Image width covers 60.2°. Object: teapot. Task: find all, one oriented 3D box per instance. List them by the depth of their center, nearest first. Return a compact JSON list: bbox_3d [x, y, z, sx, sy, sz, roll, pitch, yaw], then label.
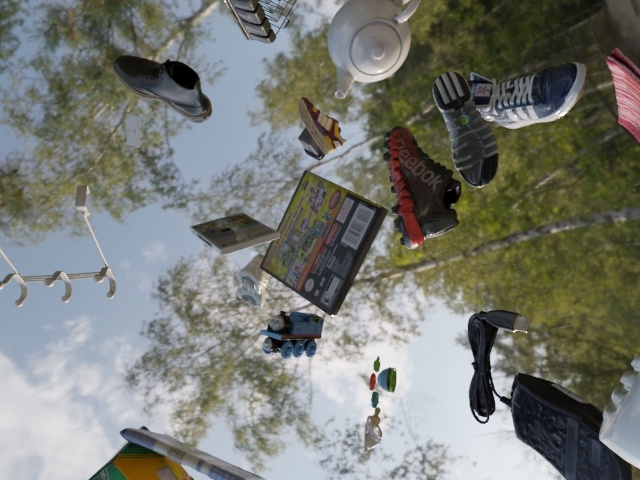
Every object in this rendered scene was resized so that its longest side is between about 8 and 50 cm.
[{"bbox_3d":[0.147,-0.550,1.528,0.187,0.253,0.255,-103,6,-57],"label":"teapot"}]

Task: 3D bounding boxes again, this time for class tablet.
[{"bbox_3d":[-0.504,-0.296,1.488,0.006,0.054,0.083,-18,-59,-54],"label":"tablet"}]

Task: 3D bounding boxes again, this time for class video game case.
[{"bbox_3d":[-0.124,-0.012,0.783,0.087,0.122,0.011,-18,-65,-27],"label":"video game case"},{"bbox_3d":[0.000,0.000,1.311,0.035,0.248,0.274,16,-78,-55],"label":"video game case"}]

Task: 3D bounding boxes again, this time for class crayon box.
[{"bbox_3d":[-0.264,0.470,0.943,0.278,0.081,0.165,49,-179,-1],"label":"crayon box"}]

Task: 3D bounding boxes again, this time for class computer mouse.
[{"bbox_3d":[0.280,0.182,0.681,0.060,0.262,0.183,-11,-78,-21],"label":"computer mouse"}]

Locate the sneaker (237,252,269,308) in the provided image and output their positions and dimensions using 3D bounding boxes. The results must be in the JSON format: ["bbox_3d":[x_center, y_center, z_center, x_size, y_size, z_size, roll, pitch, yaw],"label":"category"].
[{"bbox_3d":[-0.184,0.120,1.646,0.091,0.232,0.115,29,-121,6],"label":"sneaker"}]

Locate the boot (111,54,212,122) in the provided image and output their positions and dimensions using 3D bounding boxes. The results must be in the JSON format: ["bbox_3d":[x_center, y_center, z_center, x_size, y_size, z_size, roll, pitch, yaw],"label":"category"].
[{"bbox_3d":[-0.285,-0.297,0.974,0.198,0.137,0.076,25,-102,-1],"label":"boot"}]

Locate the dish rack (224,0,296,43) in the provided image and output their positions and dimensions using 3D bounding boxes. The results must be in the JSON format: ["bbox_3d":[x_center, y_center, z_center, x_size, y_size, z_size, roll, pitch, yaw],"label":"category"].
[{"bbox_3d":[-0.090,-0.574,1.179,0.271,0.074,0.208,-61,-11,-3],"label":"dish rack"}]

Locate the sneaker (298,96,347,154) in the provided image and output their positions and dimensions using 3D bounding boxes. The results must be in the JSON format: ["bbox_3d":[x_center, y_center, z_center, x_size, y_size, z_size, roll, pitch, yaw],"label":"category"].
[{"bbox_3d":[0.005,-0.351,1.639,0.084,0.070,0.185,-32,-81,-15],"label":"sneaker"}]

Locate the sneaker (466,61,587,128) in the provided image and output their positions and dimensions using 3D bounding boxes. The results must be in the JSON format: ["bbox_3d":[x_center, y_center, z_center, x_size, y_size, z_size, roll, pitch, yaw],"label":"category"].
[{"bbox_3d":[0.390,-0.299,1.113,0.153,0.282,0.099,14,-94,-11],"label":"sneaker"}]

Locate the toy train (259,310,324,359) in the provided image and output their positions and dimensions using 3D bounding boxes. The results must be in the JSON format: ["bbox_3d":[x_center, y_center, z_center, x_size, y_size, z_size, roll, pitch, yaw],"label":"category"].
[{"bbox_3d":[-0.066,0.219,1.292,0.184,0.080,0.105,15,-97,-55],"label":"toy train"}]

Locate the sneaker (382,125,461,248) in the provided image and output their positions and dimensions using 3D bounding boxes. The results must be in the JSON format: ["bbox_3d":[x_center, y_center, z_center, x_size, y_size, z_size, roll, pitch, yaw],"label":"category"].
[{"bbox_3d":[0.197,-0.116,1.063,0.097,0.135,0.275,59,-159,-54],"label":"sneaker"}]

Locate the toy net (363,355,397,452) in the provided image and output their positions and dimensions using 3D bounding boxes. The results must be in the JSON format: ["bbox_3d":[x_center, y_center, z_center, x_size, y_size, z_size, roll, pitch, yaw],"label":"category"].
[{"bbox_3d":[0.148,0.418,1.398,0.122,0.045,0.232,67,-148,-50],"label":"toy net"}]

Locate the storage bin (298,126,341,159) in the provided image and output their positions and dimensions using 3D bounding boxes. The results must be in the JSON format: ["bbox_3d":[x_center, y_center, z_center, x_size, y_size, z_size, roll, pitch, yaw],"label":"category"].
[{"bbox_3d":[-0.006,-0.345,1.818,0.098,0.135,0.091,34,-179,30],"label":"storage bin"}]

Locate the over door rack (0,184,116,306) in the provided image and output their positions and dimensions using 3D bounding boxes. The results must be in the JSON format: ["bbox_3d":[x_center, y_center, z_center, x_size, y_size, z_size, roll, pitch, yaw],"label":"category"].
[{"bbox_3d":[-0.623,0.034,1.257,0.108,0.240,0.324,-102,11,-45],"label":"over door rack"}]

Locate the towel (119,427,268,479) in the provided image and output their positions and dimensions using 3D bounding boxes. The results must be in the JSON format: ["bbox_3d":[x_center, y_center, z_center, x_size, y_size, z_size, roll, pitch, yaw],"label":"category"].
[{"bbox_3d":[-0.167,0.375,0.893,0.209,0.285,0.034,86,-154,-66],"label":"towel"}]

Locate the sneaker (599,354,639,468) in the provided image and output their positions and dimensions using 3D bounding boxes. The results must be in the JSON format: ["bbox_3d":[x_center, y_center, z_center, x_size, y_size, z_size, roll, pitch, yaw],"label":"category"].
[{"bbox_3d":[0.317,0.025,0.297,0.366,0.150,0.135,-34,-39,-16],"label":"sneaker"}]

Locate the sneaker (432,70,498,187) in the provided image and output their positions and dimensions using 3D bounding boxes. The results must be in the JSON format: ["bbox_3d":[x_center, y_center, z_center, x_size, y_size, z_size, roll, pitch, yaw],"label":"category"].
[{"bbox_3d":[0.286,-0.223,1.088,0.132,0.086,0.228,-59,-50,-71],"label":"sneaker"}]

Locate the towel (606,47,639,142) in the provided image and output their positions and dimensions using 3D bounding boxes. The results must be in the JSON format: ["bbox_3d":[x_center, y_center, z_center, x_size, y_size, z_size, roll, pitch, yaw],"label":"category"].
[{"bbox_3d":[0.650,-0.245,1.098,0.275,0.031,0.198,28,-149,-54],"label":"towel"}]
